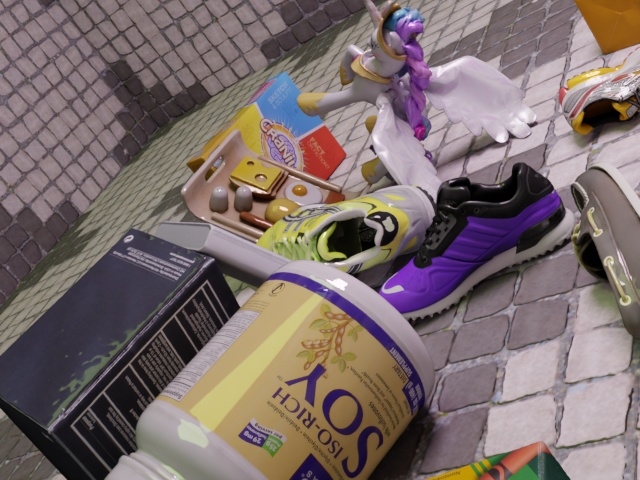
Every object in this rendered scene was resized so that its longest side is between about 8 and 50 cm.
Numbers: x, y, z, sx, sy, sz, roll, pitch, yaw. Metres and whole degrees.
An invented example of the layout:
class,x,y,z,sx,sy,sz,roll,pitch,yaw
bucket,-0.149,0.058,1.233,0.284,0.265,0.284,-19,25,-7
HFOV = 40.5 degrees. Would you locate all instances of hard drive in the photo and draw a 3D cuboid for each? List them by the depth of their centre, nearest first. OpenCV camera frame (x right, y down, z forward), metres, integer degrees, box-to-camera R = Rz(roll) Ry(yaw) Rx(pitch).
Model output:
class,x,y,z,sx,sy,sz,roll,pitch,yaw
hard drive,-0.072,0.050,1.270,0.203,0.308,0.040,4,71,60

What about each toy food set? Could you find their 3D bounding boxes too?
class,x,y,z,sx,sy,sz,roll,pitch,yaw
toy food set,-0.079,-0.095,1.658,0.092,0.306,0.219,101,-164,-47

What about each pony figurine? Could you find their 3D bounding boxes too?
class,x,y,z,sx,sy,sz,roll,pitch,yaw
pony figurine,0.143,-0.228,1.524,0.303,0.351,0.363,-43,3,-24

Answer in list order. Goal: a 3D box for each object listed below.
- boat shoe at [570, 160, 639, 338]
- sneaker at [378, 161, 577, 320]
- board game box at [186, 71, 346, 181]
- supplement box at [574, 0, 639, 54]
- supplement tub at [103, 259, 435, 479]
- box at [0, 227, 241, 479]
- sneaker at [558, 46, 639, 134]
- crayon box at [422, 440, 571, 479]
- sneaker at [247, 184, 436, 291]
class,x,y,z,sx,sy,sz,roll,pitch,yaw
boat shoe,0.334,0.003,0.980,0.091,0.109,0.305,-28,26,10
sneaker,0.186,-0.011,1.190,0.293,0.146,0.102,-31,22,15
board game box,-0.106,-0.175,1.862,0.064,0.242,0.316,-14,32,49
supplement box,0.577,-0.453,1.509,0.191,0.129,0.194,-12,32,49
supplement tub,-0.054,0.210,0.982,0.331,0.241,0.241,-48,23,-24
box,-0.244,0.196,1.182,0.183,0.296,0.294,17,54,37
sneaker,0.471,-0.222,1.292,0.225,0.088,0.092,-25,45,30
crayon box,0.112,0.327,0.700,0.202,0.081,0.318,-27,24,25
sneaker,0.000,0.000,1.412,0.385,0.145,0.147,-23,-6,37
